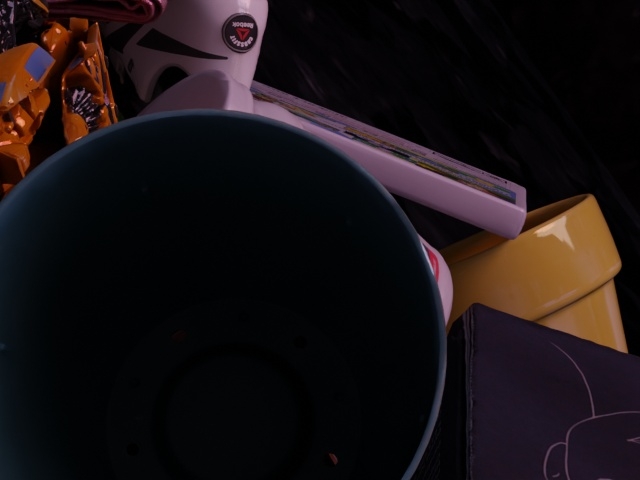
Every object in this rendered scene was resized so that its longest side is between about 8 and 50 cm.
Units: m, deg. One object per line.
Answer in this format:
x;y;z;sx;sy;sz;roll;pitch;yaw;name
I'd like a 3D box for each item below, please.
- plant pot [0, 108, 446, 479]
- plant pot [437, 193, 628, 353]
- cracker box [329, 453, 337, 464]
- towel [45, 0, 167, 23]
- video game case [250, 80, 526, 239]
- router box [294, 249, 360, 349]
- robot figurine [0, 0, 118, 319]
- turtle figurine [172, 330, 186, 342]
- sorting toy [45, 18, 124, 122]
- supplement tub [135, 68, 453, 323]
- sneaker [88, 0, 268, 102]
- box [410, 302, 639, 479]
-0.068;0.094;1.195;0.293;0.293;0.235;56;-6;15;plant pot
0.205;0.109;1.914;0.239;0.254;0.254;66;18;-2;plant pot
0.116;0.255;1.658;0.232;0.067;0.156;58;19;20;cracker box
-0.214;-0.274;1.589;0.329;0.237;0.037;-76;168;-55;towel
0.047;-0.086;1.889;0.329;0.036;0.300;22;7;4;video game case
-0.011;0.033;1.360;0.133;0.046;0.179;30;-35;25;router box
-0.205;-0.062;1.364;0.291;0.085;0.211;-78;161;-60;robot figurine
-0.048;0.163;1.403;0.217;0.087;0.269;54;18;9;turtle figurine
-0.236;-0.152;1.644;0.193;0.038;0.208;25;31;-54;sorting toy
-0.041;0.010;1.551;0.272;0.191;0.191;42;20;-26;supplement tub
-0.145;-0.174;1.705;0.122;0.146;0.330;2;2;-23;sneaker
0.264;0.324;1.224;0.480;0.297;0.472;19;21;-3;box
